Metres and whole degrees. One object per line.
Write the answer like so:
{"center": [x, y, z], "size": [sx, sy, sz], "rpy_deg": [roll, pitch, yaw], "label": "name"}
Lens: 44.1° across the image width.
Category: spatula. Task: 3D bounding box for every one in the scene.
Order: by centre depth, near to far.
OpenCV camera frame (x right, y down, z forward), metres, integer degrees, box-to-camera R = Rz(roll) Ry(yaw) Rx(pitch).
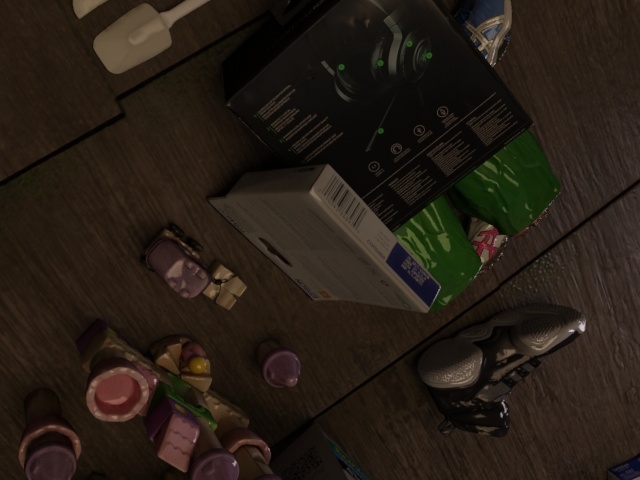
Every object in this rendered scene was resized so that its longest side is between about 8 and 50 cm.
{"center": [-0.173, -0.314, 0.877], "size": [0.242, 0.019, 0.168], "rpy_deg": [-35, 111, -11], "label": "spatula"}

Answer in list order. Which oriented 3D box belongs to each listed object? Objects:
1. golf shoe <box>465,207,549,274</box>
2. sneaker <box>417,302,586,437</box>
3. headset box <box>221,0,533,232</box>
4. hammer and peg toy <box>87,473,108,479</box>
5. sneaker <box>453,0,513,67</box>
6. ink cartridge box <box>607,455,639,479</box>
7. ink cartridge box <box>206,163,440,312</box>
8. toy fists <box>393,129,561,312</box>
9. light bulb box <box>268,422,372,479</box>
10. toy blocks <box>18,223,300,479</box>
{"center": [0.234, -0.012, 1.131], "size": [0.186, 0.067, 0.086], "rpy_deg": [-44, 92, -5], "label": "golf shoe"}
{"center": [0.280, 0.199, 1.194], "size": [0.269, 0.101, 0.153], "rpy_deg": [-19, 114, -11], "label": "sneaker"}
{"center": [0.056, -0.176, 0.915], "size": [0.246, 0.131, 0.283], "rpy_deg": [-39, 119, 16], "label": "headset box"}
{"center": [-0.268, 0.457, 0.883], "size": [0.127, 0.361, 0.266], "rpy_deg": [24, 95, -28], "label": "hammer and peg toy"}
{"center": [0.182, -0.244, 1.017], "size": [0.081, 0.080, 0.211], "rpy_deg": [9, 102, -28], "label": "sneaker"}
{"center": [0.580, 0.498, 1.448], "size": [0.097, 0.046, 0.207], "rpy_deg": [-15, 112, -17], "label": "ink cartridge box"}
{"center": [0.000, 0.000, 0.949], "size": [0.223, 0.224, 0.045], "rpy_deg": [45, 65, -29], "label": "ink cartridge box"}
{"center": [0.180, -0.044, 1.042], "size": [0.279, 0.096, 0.142], "rpy_deg": [-43, 113, -4], "label": "toy fists"}
{"center": [-0.029, 0.471, 0.960], "size": [0.358, 0.361, 0.225], "rpy_deg": [-42, 103, -3], "label": "light bulb box"}
{"center": [-0.147, 0.203, 0.913], "size": [0.288, 0.260, 0.309], "rpy_deg": [41, 88, -28], "label": "toy blocks"}
